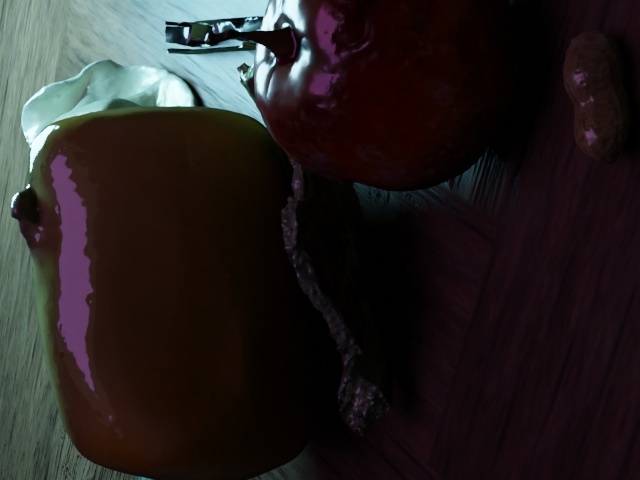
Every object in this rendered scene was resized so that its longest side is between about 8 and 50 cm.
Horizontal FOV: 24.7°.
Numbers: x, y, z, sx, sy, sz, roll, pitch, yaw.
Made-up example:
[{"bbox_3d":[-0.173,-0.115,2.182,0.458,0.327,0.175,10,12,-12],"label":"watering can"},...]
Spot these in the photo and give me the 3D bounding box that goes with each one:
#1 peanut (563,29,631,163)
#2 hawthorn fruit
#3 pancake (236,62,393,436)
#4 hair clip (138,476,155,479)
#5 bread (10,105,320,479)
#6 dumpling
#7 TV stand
[{"bbox_3d":[0.221,-0.115,1.169,0.054,0.053,0.113,-27,64,53],"label":"peanut"},{"bbox_3d":[0.027,-0.162,1.266,0.242,0.271,0.242,-177,90,-70],"label":"hawthorn fruit"},{"bbox_3d":[-0.004,0.002,1.383,0.054,0.197,0.377,-19,84,17],"label":"pancake"},{"bbox_3d":[-0.183,0.232,1.766,0.229,0.036,0.066,-65,21,19],"label":"hair clip"},{"bbox_3d":[-0.133,0.056,1.472,0.348,0.252,0.376,20,-114,-79],"label":"bread"},{"bbox_3d":[-0.236,-0.089,1.806,0.243,0.187,0.318,-40,55,0],"label":"dumpling"},{"bbox_3d":[-0.108,-0.238,1.683,0.249,0.036,0.042,8,95,56],"label":"TV stand"}]
